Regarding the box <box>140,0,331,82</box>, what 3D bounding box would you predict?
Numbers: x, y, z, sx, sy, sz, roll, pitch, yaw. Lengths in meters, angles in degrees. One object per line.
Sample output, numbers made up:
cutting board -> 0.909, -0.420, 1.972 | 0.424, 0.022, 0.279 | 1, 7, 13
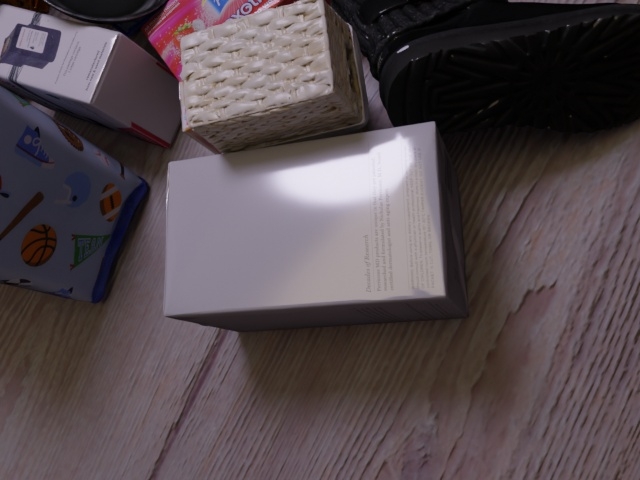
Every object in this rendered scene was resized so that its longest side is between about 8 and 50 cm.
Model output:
box -> -0.084, -0.293, 0.844 | 0.257, 0.122, 0.128 | -40, 67, 7

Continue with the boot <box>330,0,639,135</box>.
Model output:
boot -> 0.199, -0.243, 0.731 | 0.348, 0.131, 0.260 | -3, 43, -9

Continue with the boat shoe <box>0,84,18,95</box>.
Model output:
boat shoe -> -0.596, -0.204, 1.013 | 0.305, 0.109, 0.091 | -32, 64, 6

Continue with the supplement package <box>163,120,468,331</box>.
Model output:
supplement package -> 0.000, 0.000, 0.715 | 0.293, 0.177, 0.175 | -6, 76, 17

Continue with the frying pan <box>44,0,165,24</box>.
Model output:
frying pan -> -0.340, -0.338, 0.799 | 0.326, 0.053, 0.197 | -11, 70, -23

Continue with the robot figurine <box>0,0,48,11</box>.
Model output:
robot figurine -> -0.583, -0.437, 1.077 | 0.291, 0.085, 0.211 | 1, 77, 19

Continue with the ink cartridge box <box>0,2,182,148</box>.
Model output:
ink cartridge box -> -0.325, -0.223, 0.886 | 0.237, 0.172, 0.100 | 20, 86, 23

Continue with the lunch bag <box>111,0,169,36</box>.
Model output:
lunch bag -> -0.269, -0.400, 0.951 | 0.151, 0.096, 0.128 | -32, 68, 20

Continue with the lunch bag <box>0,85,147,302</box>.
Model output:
lunch bag -> -0.479, -0.100, 0.828 | 0.386, 0.328, 0.238 | 17, 79, 24

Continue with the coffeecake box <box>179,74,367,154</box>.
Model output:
coffeecake box -> -0.053, -0.157, 0.789 | 0.186, 0.142, 0.068 | -11, 75, 16

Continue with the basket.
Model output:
basket -> -0.047, -0.162, 0.655 | 0.167, 0.103, 0.113 | -10, 79, 16
